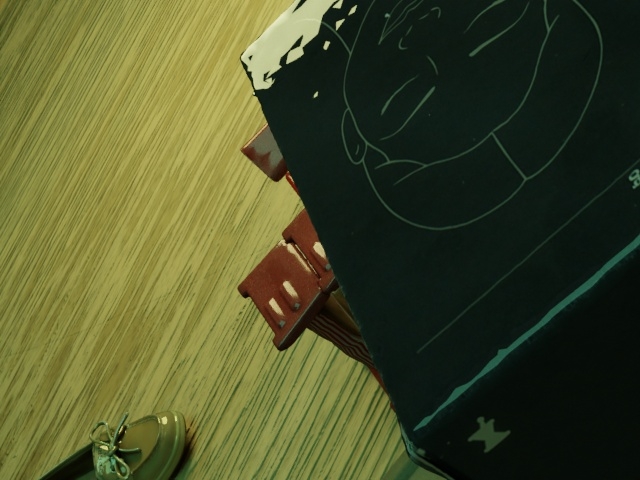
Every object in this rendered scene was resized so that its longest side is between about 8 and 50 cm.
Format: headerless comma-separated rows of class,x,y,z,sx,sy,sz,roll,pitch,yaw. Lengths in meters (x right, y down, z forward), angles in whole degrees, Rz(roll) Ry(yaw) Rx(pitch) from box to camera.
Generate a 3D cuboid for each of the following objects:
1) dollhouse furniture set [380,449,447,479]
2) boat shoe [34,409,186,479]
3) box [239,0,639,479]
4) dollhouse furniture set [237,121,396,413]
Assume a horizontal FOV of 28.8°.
dollhouse furniture set,0.171,0.268,1.005,0.198,0.151,0.302,-56,30,26
boat shoe,-0.286,0.304,1.591,0.285,0.089,0.105,-40,39,21
box,0.242,-0.103,0.904,0.480,0.297,0.472,-42,36,15
dollhouse furniture set,0.000,0.000,1.393,0.152,0.201,0.374,-50,37,10
